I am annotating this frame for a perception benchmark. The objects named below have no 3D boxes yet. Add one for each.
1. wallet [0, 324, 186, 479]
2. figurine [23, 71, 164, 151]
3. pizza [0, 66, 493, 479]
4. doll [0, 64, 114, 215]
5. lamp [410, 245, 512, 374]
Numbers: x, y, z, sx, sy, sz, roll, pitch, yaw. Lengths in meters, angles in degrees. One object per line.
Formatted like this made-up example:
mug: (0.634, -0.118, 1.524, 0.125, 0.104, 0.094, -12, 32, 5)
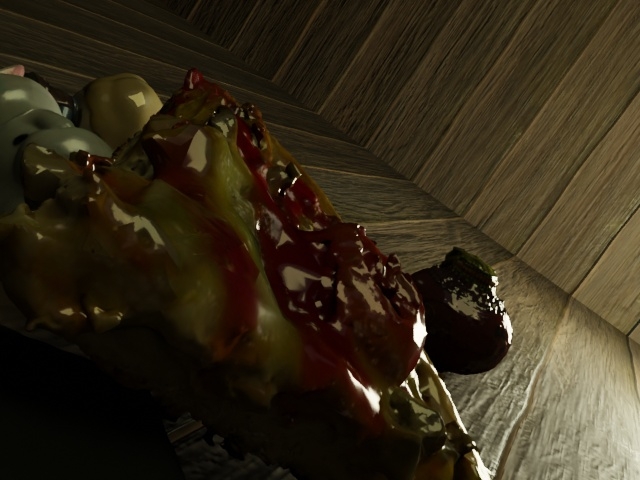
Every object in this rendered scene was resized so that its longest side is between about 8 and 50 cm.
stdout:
wallet: (-0.103, 0.145, 0.244, 0.228, 0.062, 0.406, 28, 11, -35)
figurine: (-0.259, -0.127, 0.844, 0.196, 0.108, 0.114, 0, 21, -36)
pizza: (-0.028, 0.028, 0.499, 0.440, 0.130, 0.406, 55, 12, 15)
doll: (-0.228, -0.061, 0.614, 0.180, 0.110, 0.107, 40, 9, 26)
lamp: (0.168, 0.086, 0.982, 0.157, 0.135, 0.156, 43, 16, 27)
